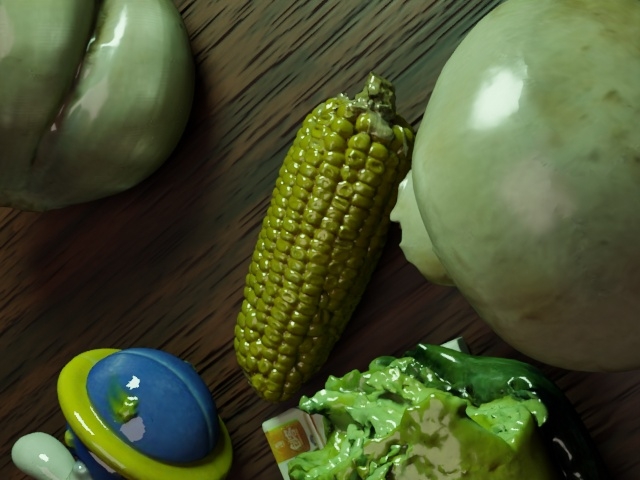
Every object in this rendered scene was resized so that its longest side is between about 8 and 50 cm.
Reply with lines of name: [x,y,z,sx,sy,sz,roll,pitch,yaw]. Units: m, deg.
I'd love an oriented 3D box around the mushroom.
mushroom: [0.183,-0.030,0.830,0.290,0.297,0.297,-35,76,50]

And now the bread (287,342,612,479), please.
bread: [0.132,0.280,0.878,0.251,0.208,0.376,-22,95,28]

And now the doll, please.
doll: [-0.168,0.246,1.061,0.311,0.159,0.242,40,106,9]

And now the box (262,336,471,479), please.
box: [0.060,0.187,1.013,0.220,0.032,0.122,-27,83,24]

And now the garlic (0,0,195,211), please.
garlic: [-0.247,-0.213,1.092,0.246,0.231,0.340,138,132,-66]

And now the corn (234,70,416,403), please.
corn: [0.000,0.000,0.990,0.119,0.119,0.322,27,103,22]
